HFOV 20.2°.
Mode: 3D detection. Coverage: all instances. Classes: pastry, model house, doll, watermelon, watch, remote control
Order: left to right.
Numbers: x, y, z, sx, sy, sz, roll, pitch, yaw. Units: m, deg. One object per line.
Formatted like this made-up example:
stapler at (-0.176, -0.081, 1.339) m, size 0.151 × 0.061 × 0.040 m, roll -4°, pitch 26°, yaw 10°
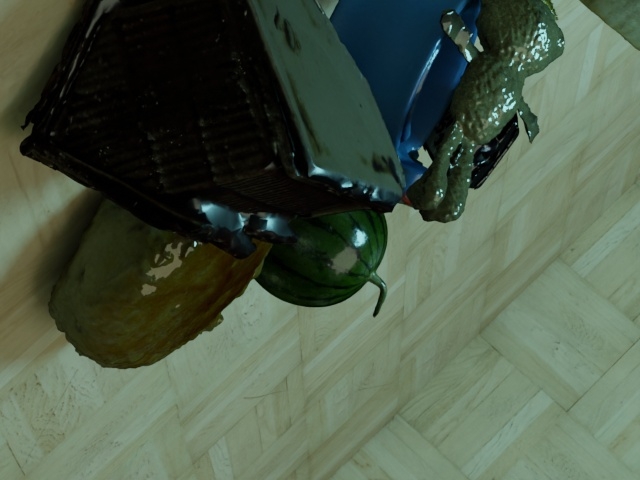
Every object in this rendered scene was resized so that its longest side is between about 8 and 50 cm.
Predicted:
pastry at (-0.174, 0.026, 2.087) m, size 0.329 × 0.136 × 0.329 m, roll -43°, pitch 163°, yaw -17°
model house at (-0.120, -0.129, 1.784) m, size 0.282 × 0.297 × 0.317 m, roll -19°, pitch 168°, yaw 22°
watermelon at (0.000, 0.000, 2.301) m, size 0.188 × 0.214 × 0.188 m, roll -50°, pitch 166°, yaw -18°
watch at (0.093, -0.195, 2.147) m, size 0.274 × 0.241 × 0.305 m, roll -67°, pitch 170°, yaw 12°
remote control at (0.185, -0.158, 2.344) m, size 0.144 × 0.062 × 0.399 m, roll -54°, pitch -167°, yaw 11°
doll at (0.189, -0.153, 2.029) m, size 0.202 × 0.286 × 0.091 m, roll 9°, pitch 171°, yaw -33°

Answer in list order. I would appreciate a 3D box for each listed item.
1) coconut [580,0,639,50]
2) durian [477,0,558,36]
coconut at (0.462, -0.419, 2.385) m, size 0.323 × 0.323 × 0.323 m, roll -42°, pitch 161°, yaw -18°
durian at (0.225, -0.329, 2.329) m, size 0.146 × 0.102 × 0.208 m, roll -12°, pitch 164°, yaw 8°
